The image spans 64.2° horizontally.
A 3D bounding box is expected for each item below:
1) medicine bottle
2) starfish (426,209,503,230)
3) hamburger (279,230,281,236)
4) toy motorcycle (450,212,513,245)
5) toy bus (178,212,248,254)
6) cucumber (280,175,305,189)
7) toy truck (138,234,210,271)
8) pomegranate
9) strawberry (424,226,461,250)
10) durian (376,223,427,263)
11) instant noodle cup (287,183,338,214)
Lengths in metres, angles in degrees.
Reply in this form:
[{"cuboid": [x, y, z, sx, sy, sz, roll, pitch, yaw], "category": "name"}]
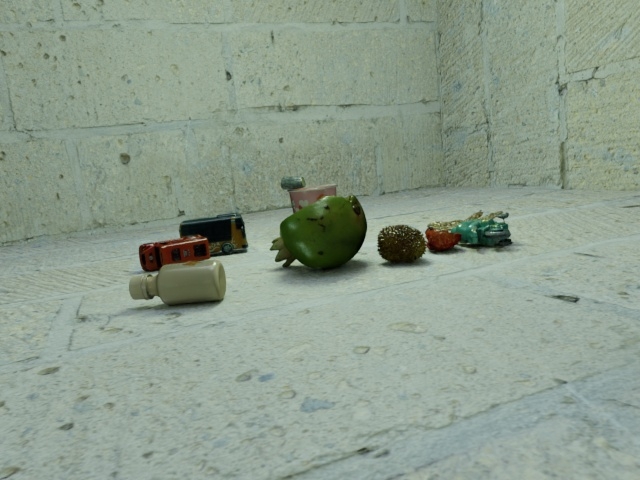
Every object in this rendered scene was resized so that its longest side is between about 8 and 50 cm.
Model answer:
[{"cuboid": [-0.393, 0.120, 1.404, 0.252, 0.114, 0.114, -6, 9, 2], "category": "medicine bottle"}, {"cuboid": [0.611, -0.073, 2.129, 0.302, 0.060, 0.299, -16, 6, -21], "category": "starfish"}, {"cuboid": [-0.017, -0.027, 2.015, 0.265, 0.134, 0.285, -3, 11, 27], "category": "hamburger"}, {"cuboid": [0.561, -0.037, 1.789, 0.198, 0.109, 0.296, -5, 6, 8], "category": "toy motorcycle"}, {"cuboid": [-0.449, -0.022, 2.155, 0.275, 0.167, 0.138, -6, 9, -8], "category": "toy bus"}, {"cuboid": [-0.123, -0.262, 2.323, 0.111, 0.064, 0.064, 0, 11, 27], "category": "cucumber"}, {"cuboid": [-0.561, 0.049, 1.970, 0.252, 0.108, 0.114, -12, 10, -34], "category": "toy truck"}, {"cuboid": [0.000, 0.000, 1.678, 0.358, 0.216, 0.309, -35, -6, 29], "category": "pomegranate"}, {"cuboid": [0.422, -0.001, 1.784, 0.121, 0.082, 0.188, 11, 1, 7], "category": "strawberry"}, {"cuboid": [0.258, 0.008, 1.643, 0.158, 0.137, 0.168, 14, 17, -4], "category": "durian"}, {"cuboid": [-0.028, -0.139, 2.405, 0.242, 0.231, 0.243, -6, 8, 1], "category": "instant noodle cup"}]
